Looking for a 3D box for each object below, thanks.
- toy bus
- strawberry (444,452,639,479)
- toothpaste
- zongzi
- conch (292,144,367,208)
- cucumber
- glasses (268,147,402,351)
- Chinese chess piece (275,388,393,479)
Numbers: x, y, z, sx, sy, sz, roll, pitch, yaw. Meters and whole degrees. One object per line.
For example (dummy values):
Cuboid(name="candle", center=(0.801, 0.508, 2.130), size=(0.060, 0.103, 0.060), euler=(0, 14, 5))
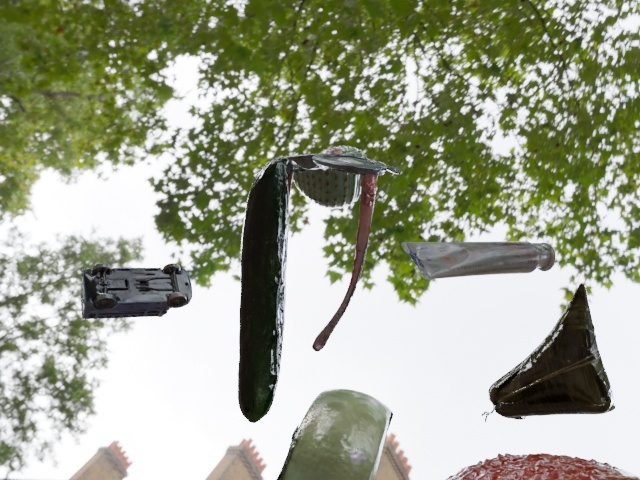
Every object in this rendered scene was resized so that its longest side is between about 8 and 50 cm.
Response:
Cuboid(name="toy bus", center=(-0.296, 0.084, 0.931), size=(0.076, 0.167, 0.073), euler=(-59, -140, 40))
Cuboid(name="strawberry", center=(0.235, 0.331, 0.600), size=(0.257, 0.257, 0.277), euler=(42, -61, 3))
Cuboid(name="toothpaste", center=(0.308, 0.034, 1.096), size=(0.100, 0.323, 0.066), euler=(-116, -144, -43))
Cuboid(name="zongzi", center=(0.431, 0.228, 1.148), size=(0.248, 0.111, 0.241), euler=(-18, -111, 35))
Cuboid(name="conch", center=(0.025, -0.129, 1.272), size=(0.200, 0.172, 0.131), euler=(-23, -71, -6))
Cuboid(name="cucumber", center=(-0.063, 0.048, 0.617), size=(0.056, 0.056, 0.284), euler=(-1, -99, 31))
Cuboid(name="glasses", center=(0.000, 0.000, 0.835), size=(0.234, 0.118, 0.268), euler=(14, -79, 55))
Cuboid(name="Chinese chess piece", center=(0.015, 0.429, 0.987), size=(0.146, 0.349, 0.349), euler=(15, -57, 12))
